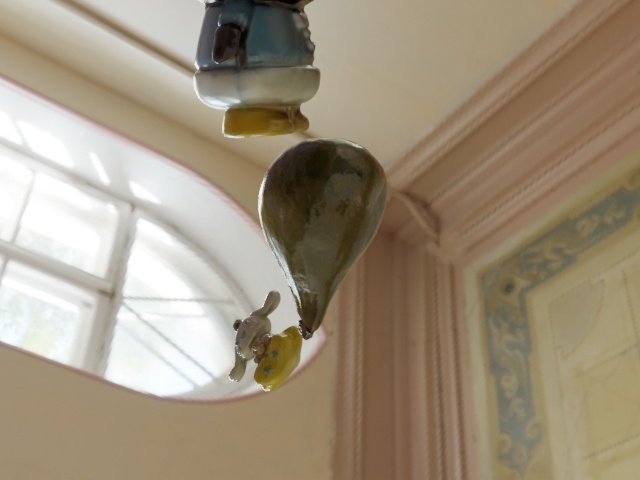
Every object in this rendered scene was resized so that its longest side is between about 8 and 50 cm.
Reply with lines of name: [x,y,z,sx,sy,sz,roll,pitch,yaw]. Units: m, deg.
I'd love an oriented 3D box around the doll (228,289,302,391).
doll: [-0.073,0.134,1.216,0.113,0.071,0.135,6,-93,37]

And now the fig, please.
fig: [-0.013,-0.010,0.867,0.133,0.126,0.185,7,-113,60]

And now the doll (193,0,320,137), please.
doll: [-0.045,-0.238,0.687,0.177,0.141,0.314,-39,128,-73]
